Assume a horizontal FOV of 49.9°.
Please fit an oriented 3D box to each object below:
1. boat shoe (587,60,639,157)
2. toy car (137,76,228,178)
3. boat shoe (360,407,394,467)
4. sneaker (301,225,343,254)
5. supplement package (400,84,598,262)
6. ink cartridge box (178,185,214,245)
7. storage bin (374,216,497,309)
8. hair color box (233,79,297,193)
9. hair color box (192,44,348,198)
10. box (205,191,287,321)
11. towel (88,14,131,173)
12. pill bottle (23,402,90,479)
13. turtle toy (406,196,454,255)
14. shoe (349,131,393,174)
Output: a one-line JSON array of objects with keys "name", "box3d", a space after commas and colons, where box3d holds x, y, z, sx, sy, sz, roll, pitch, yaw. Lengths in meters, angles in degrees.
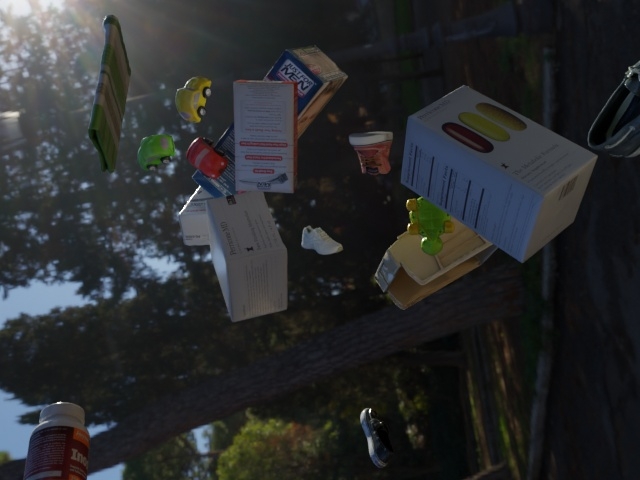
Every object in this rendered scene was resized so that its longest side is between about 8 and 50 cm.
[{"name": "boat shoe", "box3d": [0.605, -0.277, 1.257, 0.319, 0.099, 0.116, 111, 154, -48]}, {"name": "toy car", "box3d": [-0.309, -0.210, 1.440, 0.053, 0.225, 0.239, 18, -126, -56]}, {"name": "boat shoe", "box3d": [0.112, 0.369, 1.312, 0.049, 0.040, 0.142, 36, -160, -24]}, {"name": "sneaker", "box3d": [0.000, 0.000, 1.894, 0.054, 0.152, 0.061, -20, -65, -40]}, {"name": "supplement package", "box3d": [0.258, -0.106, 1.037, 0.244, 0.139, 0.133, 38, 146, 31]}, {"name": "ink cartridge box", "box3d": [-0.293, -0.084, 2.016, 0.237, 0.172, 0.100, -74, -21, -61]}, {"name": "storage bin", "box3d": [0.273, 0.033, 1.601, 0.123, 0.260, 0.262, 58, 169, 13]}, {"name": "hair color box", "box3d": [-0.083, -0.160, 1.059, 0.053, 0.093, 0.167, -70, -18, -73]}, {"name": "hair color box", "box3d": [-0.106, -0.238, 1.444, 0.105, 0.347, 0.174, 42, -154, 1]}, {"name": "box", "box3d": [-0.146, 0.030, 1.362, 0.181, 0.119, 0.181, 93, 159, -45]}, {"name": "towel", "box3d": [-0.250, -0.169, 0.805, 0.113, 0.023, 0.152, 106, 168, -67]}, {"name": "pill bottle", "box3d": [-0.381, 0.316, 0.997, 0.152, 0.086, 0.086, -104, -3, -45]}, {"name": "turtle toy", "box3d": [0.225, -0.034, 1.404, 0.066, 0.095, 0.130, -1, -91, -82]}, {"name": "shoe", "box3d": [0.100, -0.164, 1.309, 0.178, 0.064, 0.081, -28, -60, -68]}]
